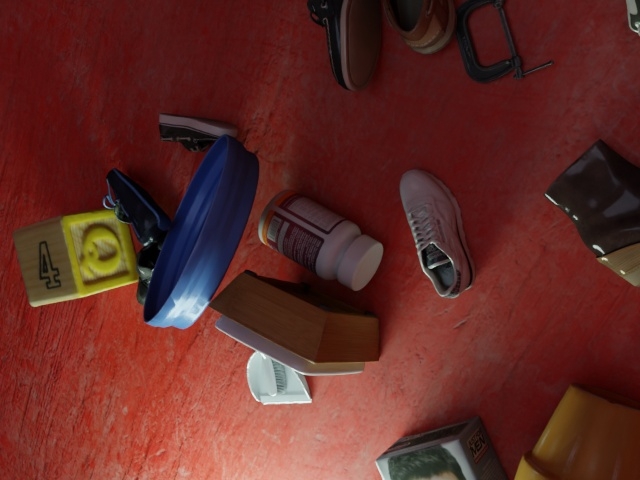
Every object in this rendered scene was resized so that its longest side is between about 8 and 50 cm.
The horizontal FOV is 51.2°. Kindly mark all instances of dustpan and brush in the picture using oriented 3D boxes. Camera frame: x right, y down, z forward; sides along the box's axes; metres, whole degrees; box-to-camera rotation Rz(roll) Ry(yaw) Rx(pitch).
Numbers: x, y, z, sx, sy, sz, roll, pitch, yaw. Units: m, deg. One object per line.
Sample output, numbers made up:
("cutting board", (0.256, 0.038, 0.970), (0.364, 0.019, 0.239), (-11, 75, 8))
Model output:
("dustpan and brush", (-0.111, 0.255, 1.415), (0.147, 0.060, 0.211), (-11, 93, 33))

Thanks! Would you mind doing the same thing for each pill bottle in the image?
("pill bottle", (0.000, 0.000, 1.263), (0.221, 0.121, 0.121), (30, 113, 24))

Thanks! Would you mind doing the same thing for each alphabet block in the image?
("alphabet block", (-0.581, 0.037, 1.596), (0.197, 0.192, 0.194), (-12, 94, 32))

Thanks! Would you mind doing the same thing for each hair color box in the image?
("hair color box", (0.268, 0.528, 1.197), (0.185, 0.113, 0.375), (-28, 83, 33))

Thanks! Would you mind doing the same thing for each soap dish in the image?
("soap dish", (-0.031, 0.151, 1.228), (0.228, 0.291, 0.118), (23, 92, 27))

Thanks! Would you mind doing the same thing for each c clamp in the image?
("c clamp", (0.287, -0.328, 1.083), (0.137, 0.022, 0.161), (-23, 86, 40))

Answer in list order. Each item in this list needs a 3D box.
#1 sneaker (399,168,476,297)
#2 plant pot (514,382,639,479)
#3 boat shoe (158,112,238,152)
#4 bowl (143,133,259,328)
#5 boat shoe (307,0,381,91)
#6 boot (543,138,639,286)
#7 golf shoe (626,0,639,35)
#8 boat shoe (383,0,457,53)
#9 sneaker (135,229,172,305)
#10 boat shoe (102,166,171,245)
("sneaker", (0.195, -0.015, 1.154), (0.090, 0.094, 0.235), (-29, 82, 34))
("plant pot", (0.423, 0.330, 1.027), (0.205, 0.205, 0.188), (16, 92, 29))
("boat shoe", (-0.259, -0.224, 1.416), (0.219, 0.077, 0.070), (16, 107, 37))
("bowl", (-0.230, -0.012, 1.291), (0.077, 0.391, 0.391), (24, 119, -19))
("boat shoe", (0.030, -0.427, 1.163), (0.113, 0.127, 0.340), (2, 98, 33))
("boot", (0.476, -0.072, 0.968), (0.207, 0.090, 0.248), (51, 124, 12))
("golf shoe", (0.504, -0.310, 0.916), (0.120, 0.105, 0.273), (-44, 69, 46))
("boat shoe", (0.140, -0.471, 1.086), (0.123, 0.116, 0.325), (-18, 86, 33))
("sneaker", (-0.387, 0.063, 1.526), (0.078, 0.106, 0.234), (44, 119, 19))
("boat shoe", (-0.431, -0.080, 1.490), (0.089, 0.109, 0.258), (-50, 44, 2))
